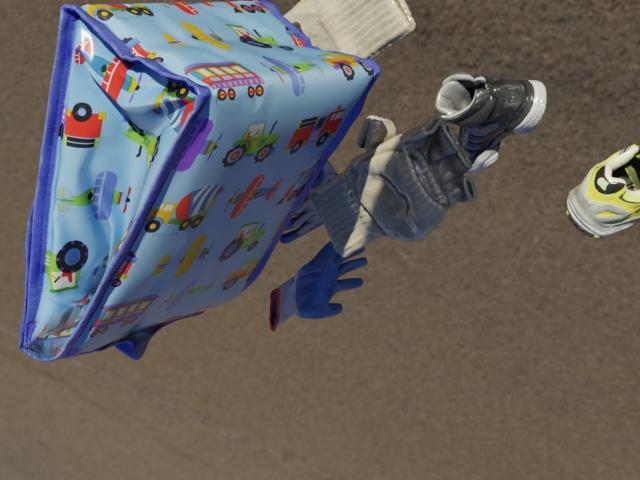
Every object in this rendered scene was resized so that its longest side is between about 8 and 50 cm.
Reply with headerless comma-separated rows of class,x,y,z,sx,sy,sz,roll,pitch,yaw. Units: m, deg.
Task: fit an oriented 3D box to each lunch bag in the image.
lunch bag,-0.107,-0.025,0.789,0.138,0.221,0.293,34,119,24

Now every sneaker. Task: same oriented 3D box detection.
sneaker,0.248,-0.204,1.694,0.153,0.101,0.268,14,155,-20
sneaker,0.627,-0.123,1.820,0.145,0.384,0.147,56,159,18

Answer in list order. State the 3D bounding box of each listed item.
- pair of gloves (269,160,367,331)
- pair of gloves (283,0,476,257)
pair of gloves,0.000,0.000,1.073,0.023,0.159,0.198,18,117,34
pair of gloves,0.028,-0.105,0.904,0.204,0.042,0.240,-17,97,51
